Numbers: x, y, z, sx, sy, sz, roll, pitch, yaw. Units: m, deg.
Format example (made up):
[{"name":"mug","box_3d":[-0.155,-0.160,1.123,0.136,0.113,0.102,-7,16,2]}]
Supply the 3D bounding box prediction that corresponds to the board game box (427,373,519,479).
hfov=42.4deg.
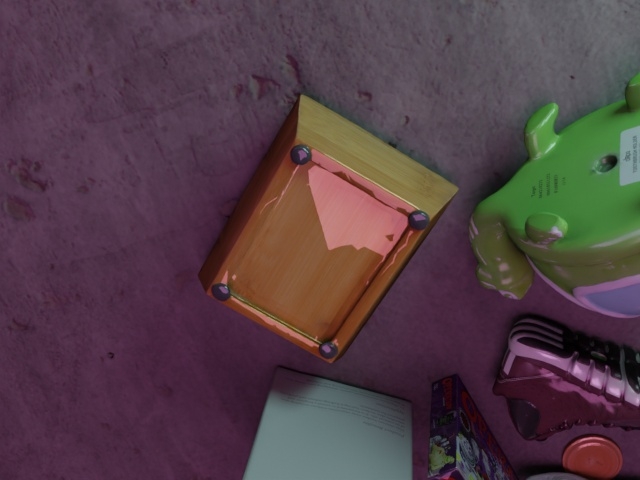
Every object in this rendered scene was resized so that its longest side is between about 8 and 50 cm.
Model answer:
[{"name":"board game box","box_3d":[0.245,0.376,1.118,0.056,0.208,0.347,-27,107,15]}]

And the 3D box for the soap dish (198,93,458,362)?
[{"name":"soap dish","box_3d":[0.000,0.000,1.042,0.228,0.118,0.291,30,113,-5]}]

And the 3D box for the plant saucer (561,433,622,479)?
[{"name":"plant saucer","box_3d":[0.388,0.314,1.177,0.083,0.013,0.084,3,114,6]}]

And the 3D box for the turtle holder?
[{"name":"turtle holder","box_3d":[0.327,-0.012,0.926,0.320,0.243,0.227,-37,121,11]}]

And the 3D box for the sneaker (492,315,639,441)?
[{"name":"sneaker","box_3d":[0.363,0.222,1.103,0.281,0.106,0.163,25,120,9]}]

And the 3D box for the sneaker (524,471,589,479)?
[{"name":"sneaker","box_3d":[0.385,0.404,1.172,0.216,0.079,0.121,7,124,3]}]

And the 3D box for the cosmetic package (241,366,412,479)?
[{"name":"cosmetic package","box_3d":[-0.001,0.340,1.040,0.217,0.385,0.156,15,114,2]}]
